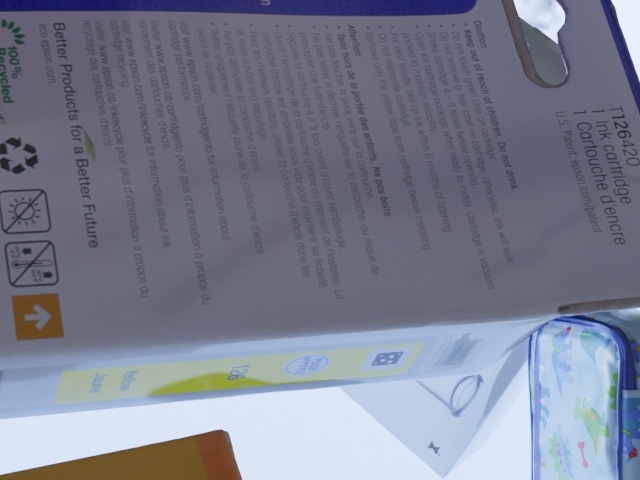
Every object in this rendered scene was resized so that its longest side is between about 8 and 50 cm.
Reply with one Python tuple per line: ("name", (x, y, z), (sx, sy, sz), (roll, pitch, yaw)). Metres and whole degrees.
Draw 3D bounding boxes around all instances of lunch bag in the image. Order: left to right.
("lunch bag", (0.225, 0.163, 1.383), (0.090, 0.219, 0.176), (-3, -173, -17))

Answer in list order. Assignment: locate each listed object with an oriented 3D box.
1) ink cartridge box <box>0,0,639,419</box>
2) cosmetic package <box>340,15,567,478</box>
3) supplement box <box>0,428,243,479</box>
("ink cartridge box", (-0.021, -0.082, 0.772), (0.307, 0.072, 0.303), (-2, -119, -21))
("cosmetic package", (0.110, -0.016, 1.591), (0.284, 0.377, 0.097), (39, -147, 14))
("supplement box", (-0.164, 0.190, 1.153), (0.233, 0.080, 0.078), (-8, -116, -26))
